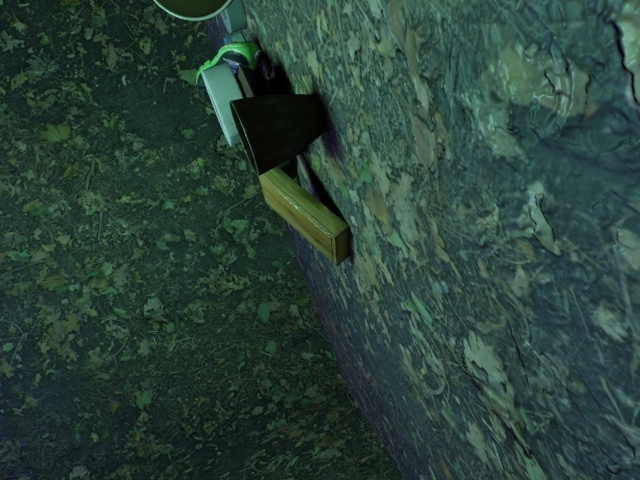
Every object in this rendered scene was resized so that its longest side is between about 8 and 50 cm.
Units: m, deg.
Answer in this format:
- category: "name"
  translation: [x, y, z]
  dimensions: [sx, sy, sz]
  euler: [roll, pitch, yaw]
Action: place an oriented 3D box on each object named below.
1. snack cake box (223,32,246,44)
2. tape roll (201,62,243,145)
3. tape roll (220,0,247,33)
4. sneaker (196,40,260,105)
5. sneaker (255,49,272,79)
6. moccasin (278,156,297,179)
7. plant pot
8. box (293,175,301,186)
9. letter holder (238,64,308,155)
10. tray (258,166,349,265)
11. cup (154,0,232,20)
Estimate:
- category: "snack cake box"
  translation: [-0.362, -0.801, 2.012]
  dimensions: [0.264, 0.089, 0.152]
  euler: [91, 156, -68]
- category: "tape roll"
  translation: [-0.340, -0.498, 1.597]
  dimensions: [0.286, 0.100, 0.286]
  euler: [158, 90, -81]
- category: "tape roll"
  translation: [-0.368, -0.958, 1.735]
  dimensions: [0.219, 0.072, 0.219]
  euler: [159, 90, -81]
- category: "sneaker"
  translation: [-0.395, -0.657, 1.824]
  dimensions: [0.483, 0.185, 0.202]
  euler: [-7, 94, 61]
- category: "sneaker"
  translation: [-0.207, -0.656, 1.624]
  dimensions: [0.057, 0.047, 0.119]
  euler: [44, 163, 33]
- category: "moccasin"
  translation: [-0.176, -0.396, 1.746]
  dimensions: [0.380, 0.139, 0.147]
  euler: [64, -168, 24]
- category: "plant pot"
  translation: [-0.109, -0.322, 1.216]
  dimensions: [0.215, 0.231, 0.215]
  euler: [158, 90, -80]
- category: "box"
  translation: [-0.142, -0.310, 2.033]
  dimensions: [0.159, 0.044, 0.233]
  euler: [-127, 17, -59]
- category: "letter holder"
  translation: [-0.160, -0.449, 1.487]
  dimensions: [0.214, 0.152, 0.301]
  euler: [145, 103, -79]
- category: "tray"
  translation: [-0.065, -0.098, 1.577]
  dimensions: [0.411, 0.076, 0.202]
  euler: [41, 160, 24]
- category: "cup"
  translation: [-0.367, -0.870, 1.331]
  dimensions: [0.237, 0.331, 0.331]
  euler: [-75, -28, -59]
